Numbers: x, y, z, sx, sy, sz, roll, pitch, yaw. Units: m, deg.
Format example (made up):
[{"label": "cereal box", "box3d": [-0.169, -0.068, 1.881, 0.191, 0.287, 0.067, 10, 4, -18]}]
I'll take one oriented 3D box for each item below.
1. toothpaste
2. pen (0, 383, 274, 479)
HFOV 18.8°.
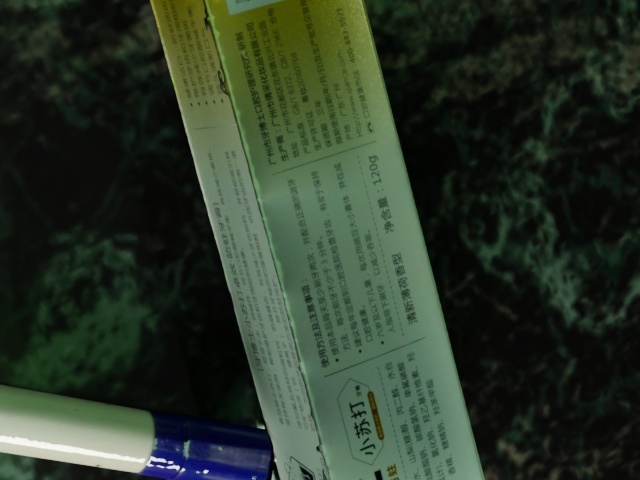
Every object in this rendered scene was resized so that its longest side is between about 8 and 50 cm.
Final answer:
[{"label": "toothpaste", "box3d": [0.000, 0.000, 0.879, 0.089, 0.071, 0.312, -20, 100, -30]}, {"label": "pen", "box3d": [-0.143, 0.075, 0.822, 0.269, 0.033, 0.033, 12, 85, -28]}]
